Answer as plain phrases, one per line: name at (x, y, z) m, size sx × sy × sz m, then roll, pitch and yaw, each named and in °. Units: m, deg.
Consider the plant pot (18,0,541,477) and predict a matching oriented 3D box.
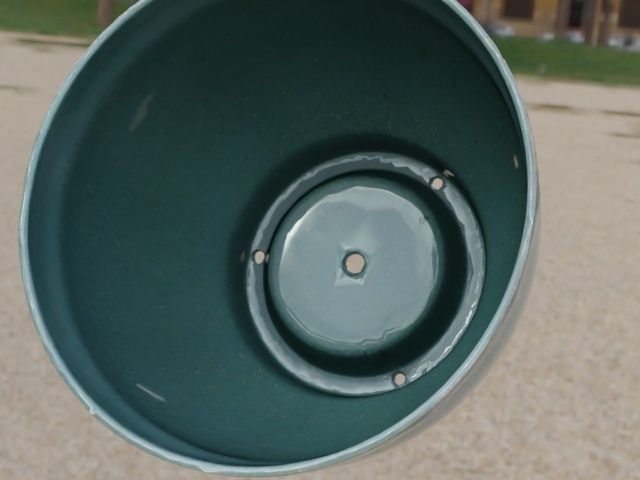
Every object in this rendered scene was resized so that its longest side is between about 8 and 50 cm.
plant pot at (0.000, 0.000, 0.815) m, size 0.293 × 0.293 × 0.196 m, roll 9°, pitch -10°, yaw 21°
